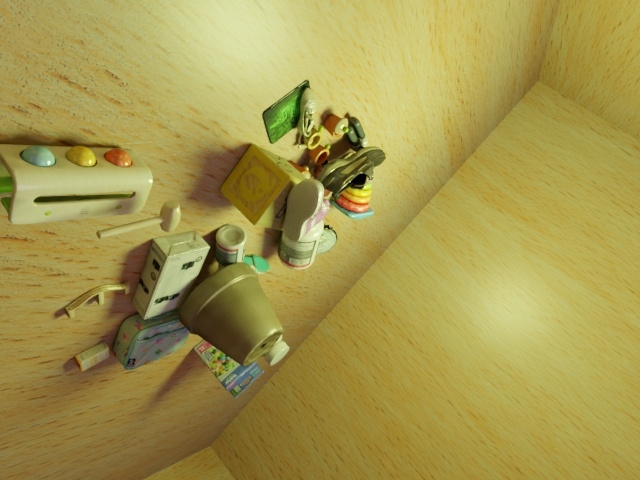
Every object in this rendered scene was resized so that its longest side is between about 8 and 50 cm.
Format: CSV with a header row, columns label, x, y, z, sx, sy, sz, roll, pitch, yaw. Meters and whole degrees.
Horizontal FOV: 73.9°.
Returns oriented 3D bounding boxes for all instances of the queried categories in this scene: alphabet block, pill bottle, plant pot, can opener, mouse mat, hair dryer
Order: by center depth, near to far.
label,x,y,z,sx,sy,sz,roll,pitch,yaw
mouse mat,-0.098,-0.401,1.341,0.189,0.007,0.153,-42,159,-14
alphabet block,-0.165,-0.166,1.383,0.193,0.192,0.197,-53,158,12
plant pot,-0.295,0.286,1.542,0.323,0.280,0.323,-41,161,-17
pill bottle,-0.330,0.037,1.553,0.108,0.108,0.180,-31,155,-35
can opener,0.164,-0.403,1.711,0.076,0.095,0.283,-49,166,5
hair dryer,0.048,-0.285,1.779,0.224,0.080,0.293,-67,161,9
pill bottle,-0.083,-0.030,1.807,0.176,0.176,0.319,-33,156,-32
pill bottle,-0.300,0.470,2.125,0.169,0.301,0.169,-39,158,-19

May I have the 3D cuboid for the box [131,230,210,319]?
label,x,y,z,sx,sy,sz,roll,pitch,yaw
box,-0.497,0.114,1.400,0.169,0.087,0.290,-18,145,-52

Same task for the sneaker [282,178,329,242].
label,x,y,z,sx,sy,sz,roll,pitch,yaw
sneaker,-0.025,-0.122,1.349,0.161,0.102,0.282,-37,168,-33

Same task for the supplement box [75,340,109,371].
label,x,y,z,sx,sy,sz,roll,pitch,yaw
supplement box,-0.775,0.394,1.447,0.098,0.036,0.062,-27,152,-41

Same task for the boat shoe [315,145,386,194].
label,x,y,z,sx,sy,sz,roll,pitch,yaw
boat shoe,0.140,-0.261,1.667,0.355,0.130,0.132,-29,166,-34

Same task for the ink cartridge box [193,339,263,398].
label,x,y,z,sx,sy,sz,roll,pitch,yaw
ink cartridge box,-0.438,0.569,2.028,0.185,0.311,0.065,-39,159,-19

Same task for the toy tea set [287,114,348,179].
label,x,y,z,sx,sy,sz,roll,pitch,yaw
toy tea set,-0.011,-0.297,1.528,0.200,0.124,0.336,-10,139,-57

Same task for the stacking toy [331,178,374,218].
label,x,y,z,sx,sy,sz,roll,pitch,yaw
stacking toy,0.179,-0.265,1.958,0.175,0.166,0.302,-12,130,-38

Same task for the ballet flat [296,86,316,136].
label,x,y,z,sx,sy,sz,roll,pitch,yaw
ballet flat,-0.037,-0.408,1.361,0.057,0.052,0.168,-33,155,-31

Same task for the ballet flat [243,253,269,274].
label,x,y,z,sx,sy,sz,roll,pitch,yaw
ballet flat,-0.307,0.104,1.786,0.077,0.091,0.241,-21,163,21

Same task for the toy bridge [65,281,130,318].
label,x,y,z,sx,sy,sz,roll,pitch,yaw
toy bridge,-0.659,0.166,1.269,0.188,0.026,0.063,-28,151,-41

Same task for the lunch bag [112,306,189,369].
label,x,y,z,sx,sy,sz,roll,pitch,yaw
lunch bag,-0.613,0.349,1.576,0.279,0.108,0.224,-13,141,-56

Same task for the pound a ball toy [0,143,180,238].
label,x,y,z,sx,sy,sz,roll,pitch,yaw
pound a ball toy,-0.464,-0.111,0.883,0.319,0.208,0.136,-14,142,-54

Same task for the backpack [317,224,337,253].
label,x,y,z,sx,sy,sz,roll,pitch,yaw
backpack,0.000,0.000,2.111,0.152,0.115,0.182,-50,157,16
